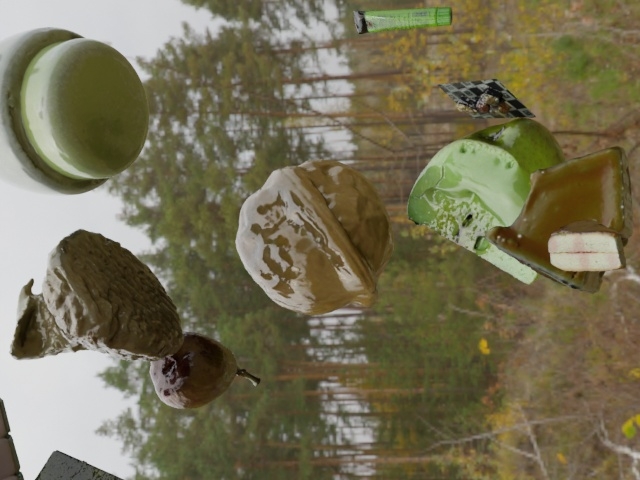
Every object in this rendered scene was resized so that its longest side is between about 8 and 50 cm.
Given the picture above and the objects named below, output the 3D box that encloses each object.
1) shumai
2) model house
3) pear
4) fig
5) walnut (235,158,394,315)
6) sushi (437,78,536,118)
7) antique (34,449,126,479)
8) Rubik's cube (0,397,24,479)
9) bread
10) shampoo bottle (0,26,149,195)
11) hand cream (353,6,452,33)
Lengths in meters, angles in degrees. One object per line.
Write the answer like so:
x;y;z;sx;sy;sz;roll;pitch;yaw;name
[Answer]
-0.446;0.164;1.339;0.314;0.262;0.267;42;-160;-25;shumai
0.433;-0.045;1.165;0.268;0.173;0.239;10;-69;-61;model house
0.394;-0.124;1.501;0.238;0.342;0.318;-36;-33;-39;pear
-0.242;0.293;1.554;0.274;0.145;0.170;16;-145;-42;fig
-0.013;-0.003;1.622;0.383;0.383;0.384;-2;-90;-85;walnut
0.342;-0.287;1.486;0.031;0.139;0.201;-61;28;-7;sushi
-0.367;0.440;1.173;0.080;0.221;0.081;92;-159;-55;antique
-0.711;0.449;1.306;0.221;0.231;0.225;-11;-102;-44;Rubik's cube
0.261;0.006;0.703;0.109;0.062;0.043;-51;-49;-78;bread
-0.529;-0.248;1.368;0.322;0.317;0.322;0;-90;-65;shampoo bottle
0.103;-0.276;0.870;0.036;0.122;0.023;66;-149;-53;hand cream
